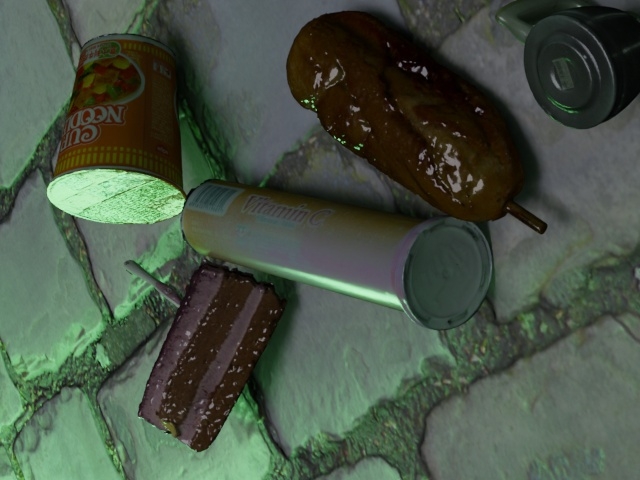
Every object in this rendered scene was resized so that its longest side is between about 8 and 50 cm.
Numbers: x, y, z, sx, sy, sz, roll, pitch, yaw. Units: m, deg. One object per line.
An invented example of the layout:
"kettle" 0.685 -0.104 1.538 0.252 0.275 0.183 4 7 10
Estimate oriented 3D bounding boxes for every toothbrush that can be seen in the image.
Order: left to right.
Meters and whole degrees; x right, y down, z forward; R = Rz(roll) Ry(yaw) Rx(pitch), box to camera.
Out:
"toothbrush" -0.200 0.069 1.947 0.204 0.017 0.022 31 140 45

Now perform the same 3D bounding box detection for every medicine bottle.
"medicine bottle" 0.000 0.000 1.545 0.426 0.108 0.108 15 117 55

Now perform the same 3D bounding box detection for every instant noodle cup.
"instant noodle cup" -0.228 -0.133 1.739 0.168 0.168 0.185 -33 50 56

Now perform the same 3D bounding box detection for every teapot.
"teapot" 0.211 -0.155 1.164 0.124 0.091 0.092 60 145 8

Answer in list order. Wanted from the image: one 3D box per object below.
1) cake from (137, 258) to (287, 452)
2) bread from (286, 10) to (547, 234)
"cake" -0.132 0.140 1.770 0.116 0.112 0.295 23 134 -3
"bread" 0.084 -0.104 1.381 0.344 0.084 0.124 43 138 37
